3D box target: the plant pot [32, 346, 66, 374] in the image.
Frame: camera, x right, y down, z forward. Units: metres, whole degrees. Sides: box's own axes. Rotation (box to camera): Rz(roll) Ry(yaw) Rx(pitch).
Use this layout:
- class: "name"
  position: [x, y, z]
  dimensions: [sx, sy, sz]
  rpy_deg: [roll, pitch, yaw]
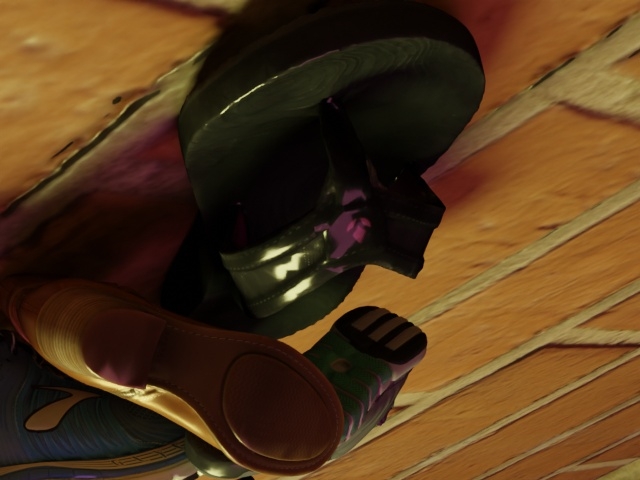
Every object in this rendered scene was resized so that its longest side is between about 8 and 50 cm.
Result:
- class: "plant pot"
  position: [-0.212, 0.168, 1.141]
  dimensions: [0.237, 0.109, 0.237]
  rpy_deg: [-19, 160, -7]

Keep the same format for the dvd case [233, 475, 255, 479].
- class: "dvd case"
  position: [-0.183, 0.227, 1.083]
  dimensions: [0.180, 0.022, 0.253]
  rpy_deg: [-30, 167, 35]

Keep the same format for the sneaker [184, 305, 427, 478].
- class: "sneaker"
  position: [-0.008, 0.126, 1.018]
  dimensions: [0.224, 0.083, 0.098]
  rpy_deg: [-24, 138, -47]

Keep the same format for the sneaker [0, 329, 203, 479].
- class: "sneaker"
  position: [-0.178, 0.112, 0.968]
  dimensions: [0.130, 0.147, 0.330]
  rpy_deg: [-26, 170, 38]

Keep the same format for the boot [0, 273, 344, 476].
- class: "boot"
  position: [-0.091, 0.069, 0.915]
  dimensions: [0.197, 0.073, 0.152]
  rpy_deg: [32, 171, -30]

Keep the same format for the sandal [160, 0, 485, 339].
- class: "sandal"
  position: [0.002, 0.000, 0.904]
  dimensions: [0.168, 0.107, 0.446]
  rpy_deg: [-15, 161, -14]
